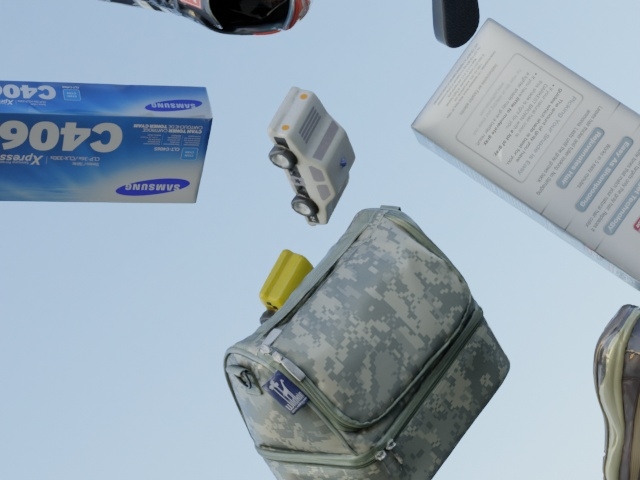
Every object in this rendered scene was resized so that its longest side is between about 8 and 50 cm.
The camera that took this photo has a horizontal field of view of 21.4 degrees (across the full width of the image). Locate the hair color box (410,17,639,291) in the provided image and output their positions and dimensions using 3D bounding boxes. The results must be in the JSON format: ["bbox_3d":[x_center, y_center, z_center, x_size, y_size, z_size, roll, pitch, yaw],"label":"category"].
[{"bbox_3d":[0.328,-0.113,2.258,0.185,0.374,0.113,-54,-13,-2],"label":"hair color box"}]

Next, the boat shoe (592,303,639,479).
[{"bbox_3d":[0.414,0.236,2.018,0.132,0.130,0.355,-52,-41,-36],"label":"boat shoe"}]

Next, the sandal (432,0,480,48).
[{"bbox_3d":[0.174,-0.380,2.345,0.097,0.054,0.254,-31,-42,-30],"label":"sandal"}]

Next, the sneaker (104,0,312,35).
[{"bbox_3d":[-0.180,-0.341,2.199,0.148,0.350,0.131,-87,4,-64],"label":"sneaker"}]

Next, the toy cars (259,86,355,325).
[{"bbox_3d":[0.000,0.000,2.159,0.176,0.087,0.393,-19,-65,-59],"label":"toy cars"}]

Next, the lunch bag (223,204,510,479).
[{"bbox_3d":[0.043,0.138,1.963,0.305,0.213,0.256,-47,-61,-32],"label":"lunch bag"}]

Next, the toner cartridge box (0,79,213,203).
[{"bbox_3d":[-0.335,-0.136,2.365,0.348,0.075,0.165,0,-45,-16],"label":"toner cartridge box"}]
